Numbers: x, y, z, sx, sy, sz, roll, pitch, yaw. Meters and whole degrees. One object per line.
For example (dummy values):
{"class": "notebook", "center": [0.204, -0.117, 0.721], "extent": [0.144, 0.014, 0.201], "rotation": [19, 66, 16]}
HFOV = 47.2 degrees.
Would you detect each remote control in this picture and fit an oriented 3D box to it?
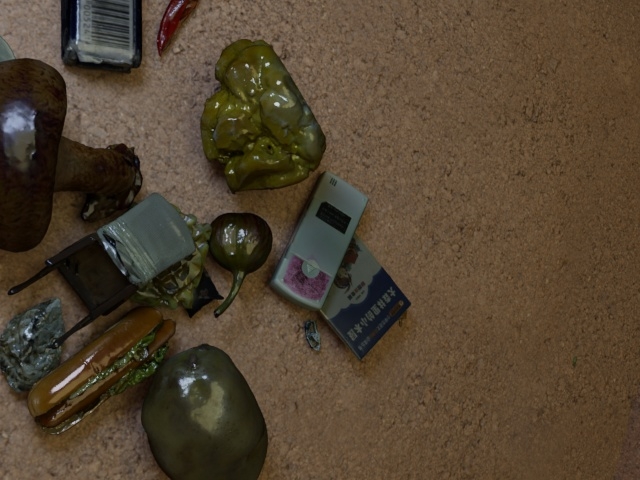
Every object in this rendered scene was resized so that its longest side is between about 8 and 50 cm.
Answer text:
{"class": "remote control", "center": [0.000, 0.000, 1.799], "extent": [0.145, 0.050, 0.344], "rotation": [33, 64, -16]}

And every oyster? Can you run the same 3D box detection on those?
{"class": "oyster", "center": [-0.553, 0.201, 1.414], "extent": [0.125, 0.064, 0.177], "rotation": [-3, 89, -41]}

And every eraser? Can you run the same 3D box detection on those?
{"class": "eraser", "center": [-0.450, -0.513, 1.499], "extent": [0.155, 0.102, 0.332], "rotation": [0, 86, -34]}

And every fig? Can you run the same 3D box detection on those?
{"class": "fig", "center": [-0.188, 0.054, 1.617], "extent": [0.149, 0.149, 0.245], "rotation": [25, 58, -32]}

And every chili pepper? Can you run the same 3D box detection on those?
{"class": "chili pepper", "center": [-0.311, -0.523, 1.634], "extent": [0.051, 0.059, 0.267], "rotation": [23, 74, 7]}

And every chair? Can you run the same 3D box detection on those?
{"class": "chair", "center": [-0.416, 0.051, 1.436], "extent": [0.160, 0.186, 0.319], "rotation": [54, 34, -6]}

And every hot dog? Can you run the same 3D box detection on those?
{"class": "hot dog", "center": [-0.421, 0.252, 1.463], "extent": [0.337, 0.100, 0.135], "rotation": [-39, 139, -32]}

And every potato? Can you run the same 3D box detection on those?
{"class": "potato", "center": [-0.242, 0.383, 1.529], "extent": [0.243, 0.221, 0.326], "rotation": [-38, 122, -22]}

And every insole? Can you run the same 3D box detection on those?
{"class": "insole", "center": [-0.616, -0.345, 1.429], "extent": [0.053, 0.002, 0.152], "rotation": [-35, 108, -32]}

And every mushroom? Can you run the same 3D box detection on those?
{"class": "mushroom", "center": [-0.498, -0.129, 1.327], "extent": [0.356, 0.334, 0.331], "rotation": [30, 71, -21]}

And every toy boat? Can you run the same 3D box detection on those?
{"class": "toy boat", "center": [-0.016, 0.236, 1.813], "extent": [0.038, 0.038, 0.083], "rotation": [-20, 98, -35]}

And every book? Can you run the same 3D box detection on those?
{"class": "book", "center": [0.069, 0.108, 1.845], "extent": [0.228, 0.018, 0.322], "rotation": [-43, 98, -29]}

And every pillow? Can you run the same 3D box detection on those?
{"class": "pillow", "center": [-0.284, 0.086, 1.620], "extent": [0.090, 0.048, 0.150], "rotation": [-37, 105, -40]}

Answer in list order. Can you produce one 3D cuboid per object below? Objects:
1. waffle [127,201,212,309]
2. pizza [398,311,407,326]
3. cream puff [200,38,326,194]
{"class": "waffle", "center": [-0.342, 0.029, 1.545], "extent": [0.204, 0.054, 0.223], "rotation": [16, 84, -16]}
{"class": "pizza", "center": [0.118, 0.185, 1.896], "extent": [0.188, 0.062, 0.199], "rotation": [50, 60, -6]}
{"class": "cream puff", "center": [-0.151, -0.262, 1.628], "extent": [0.257, 0.291, 0.324], "rotation": [-34, 126, -2]}
